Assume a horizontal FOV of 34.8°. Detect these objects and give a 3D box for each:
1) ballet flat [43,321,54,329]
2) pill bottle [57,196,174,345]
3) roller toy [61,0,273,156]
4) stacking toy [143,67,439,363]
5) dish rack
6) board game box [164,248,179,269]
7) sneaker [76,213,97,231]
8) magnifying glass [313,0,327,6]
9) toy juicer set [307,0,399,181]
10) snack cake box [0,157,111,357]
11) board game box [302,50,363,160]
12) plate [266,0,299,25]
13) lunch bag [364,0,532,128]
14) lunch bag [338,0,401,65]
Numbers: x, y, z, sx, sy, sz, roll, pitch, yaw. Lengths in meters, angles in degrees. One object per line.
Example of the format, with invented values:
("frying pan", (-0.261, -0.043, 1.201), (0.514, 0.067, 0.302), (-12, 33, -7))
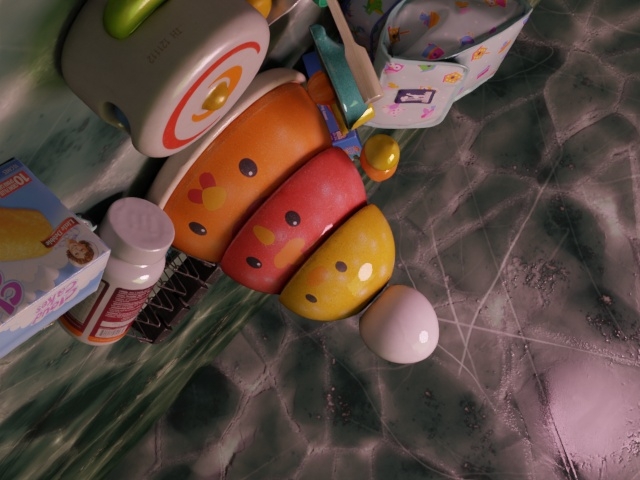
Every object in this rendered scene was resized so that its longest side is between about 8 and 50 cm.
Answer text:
("ballet flat", (-0.416, 0.084, 1.293), (0.077, 0.091, 0.241), (-18, 173, 13))
("pill bottle", (-0.300, 0.046, 1.493), (0.121, 0.121, 0.221), (-38, 167, -52))
("roller toy", (-0.151, -0.189, 1.052), (0.191, 0.146, 0.209), (-52, 171, 34))
("stacking toy", (0.000, 0.000, 1.569), (0.350, 0.480, 0.350), (-47, 172, -9))
("dish rack", (-0.299, 0.073, 1.715), (0.208, 0.074, 0.271), (-50, 149, 8))
("board game box", (-0.256, -0.006, 1.825), (0.186, 0.026, 0.126), (-46, 172, -9))
("sneaker", (-0.340, 0.000, 1.360), (0.069, 0.038, 0.098), (-50, 172, 8))
("magnifying glass", (0.055, -0.428, 1.452), (0.231, 0.026, 0.092), (-51, 171, 36))
("toy juicer set", (0.037, -0.195, 1.441), (0.090, 0.209, 0.329), (-22, 154, 1))
("snack cake box", (-0.364, 0.046, 1.041), (0.264, 0.152, 0.089), (-41, 169, -42))
("board game box", (0.026, -0.228, 1.765), (0.047, 0.160, 0.210), (-19, 174, 4))
("plate", (0.005, -0.351, 1.211), (0.278, 0.045, 0.277), (-46, -167, -12))
("lunch bag", (0.181, -0.298, 1.635), (0.262, 0.160, 0.223), (-36, 169, -19))
("lunch bag", (0.112, -0.390, 1.688), (0.176, 0.090, 0.219), (-47, 171, -5))
